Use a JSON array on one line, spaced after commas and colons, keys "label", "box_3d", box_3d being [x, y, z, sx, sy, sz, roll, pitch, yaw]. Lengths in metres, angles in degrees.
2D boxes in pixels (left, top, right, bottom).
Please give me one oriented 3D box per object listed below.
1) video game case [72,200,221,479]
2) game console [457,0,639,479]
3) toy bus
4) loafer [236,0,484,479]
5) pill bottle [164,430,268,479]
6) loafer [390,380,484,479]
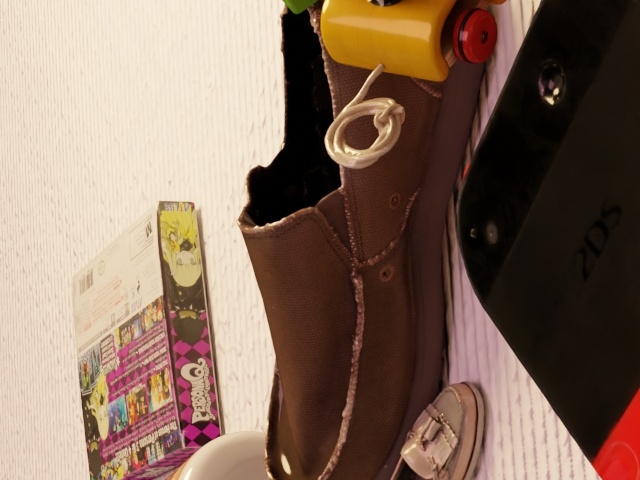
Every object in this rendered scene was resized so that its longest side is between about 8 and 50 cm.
[{"label": "video game case", "box_3d": [-0.156, 0.099, 1.374, 0.232, 0.042, 0.210, -35, 59, 58]}, {"label": "game console", "box_3d": [0.201, -0.021, 0.644, 0.342, 0.060, 0.386, 57, 143, 34]}, {"label": "toy bus", "box_3d": [0.051, -0.170, 0.812, 0.191, 0.104, 0.202, -26, 46, 10]}, {"label": "loafer", "box_3d": [0.000, 0.000, 0.979, 0.134, 0.130, 0.366, 29, 114, 60]}, {"label": "pill bottle", "box_3d": [-0.083, 0.227, 1.144, 0.216, 0.121, 0.121, -45, 51, 53]}, {"label": "loafer", "box_3d": [0.063, 0.140, 0.952, 0.045, 0.039, 0.125, 56, 137, 49]}]
